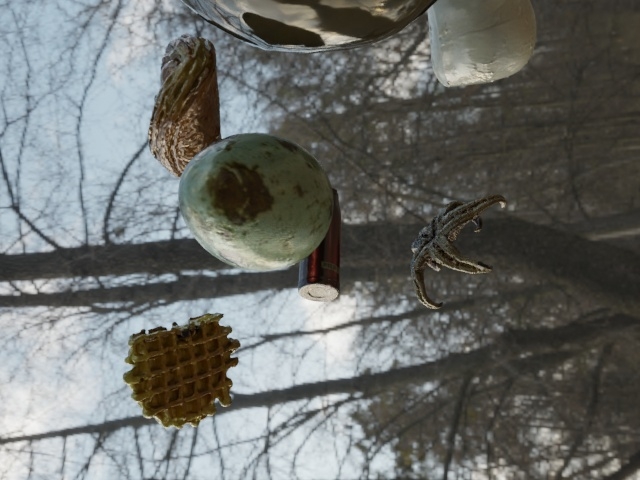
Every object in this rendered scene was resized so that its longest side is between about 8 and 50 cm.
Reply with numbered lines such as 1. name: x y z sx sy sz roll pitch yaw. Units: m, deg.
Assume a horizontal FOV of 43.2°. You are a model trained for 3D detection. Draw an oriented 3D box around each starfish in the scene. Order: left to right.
1. starfish: 0.204 0.005 1.218 0.074 0.190 0.146 30 -149 -19

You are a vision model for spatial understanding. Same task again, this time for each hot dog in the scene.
1. hot dog: -0.232 -0.230 1.401 0.272 0.122 0.196 92 180 -58

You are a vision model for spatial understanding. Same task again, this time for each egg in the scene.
1. egg: -0.080 -0.048 0.972 0.231 0.169 0.169 8 -99 -63

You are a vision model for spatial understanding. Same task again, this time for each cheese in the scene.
1. cheese: 0.275 -0.365 1.394 0.154 0.189 0.198 -49 -45 -57

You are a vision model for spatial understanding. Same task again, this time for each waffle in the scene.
1. waffle: -0.293 0.265 1.735 0.309 0.065 0.283 49 -124 -39

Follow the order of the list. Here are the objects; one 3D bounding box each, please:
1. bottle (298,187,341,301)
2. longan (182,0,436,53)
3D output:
1. bottle: 0.000 0.000 1.110 0.060 0.060 0.164 49 -144 -51
2. longan: -0.019 -0.391 0.886 0.336 0.404 0.404 174 95 -80
